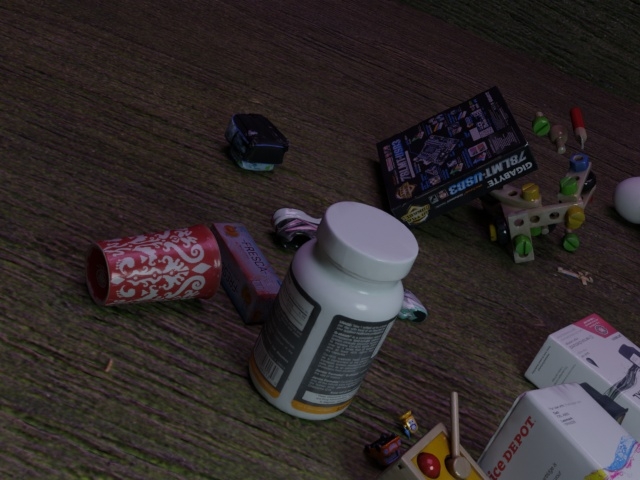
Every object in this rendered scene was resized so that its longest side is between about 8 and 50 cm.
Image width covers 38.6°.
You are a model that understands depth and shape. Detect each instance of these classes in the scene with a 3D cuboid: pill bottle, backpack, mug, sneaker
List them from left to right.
[{"bbox_3d":[-0.253,0.045,1.333,0.169,0.150,0.113,-7,78,-36],"label":"mug"},{"bbox_3d":[-0.133,-0.193,1.791,0.105,0.084,0.114,-3,44,-39],"label":"backpack"},{"bbox_3d":[0.000,0.000,1.611,0.178,0.072,0.077,5,46,-15],"label":"sneaker"},{"bbox_3d":[0.017,0.096,1.238,0.162,0.278,0.162,19,30,-11],"label":"pill bottle"},{"bbox_3d":[0.131,0.102,1.558,0.098,0.038,0.069,22,27,-23],"label":"sneaker"}]

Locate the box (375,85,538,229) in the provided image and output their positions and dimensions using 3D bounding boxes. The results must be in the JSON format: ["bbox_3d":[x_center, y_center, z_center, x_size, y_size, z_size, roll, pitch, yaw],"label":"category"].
[{"bbox_3d":[0.270,-0.175,1.877,0.073,0.293,0.295,56,14,-29],"label":"box"}]

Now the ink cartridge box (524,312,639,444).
[{"bbox_3d":[0.488,0.246,1.515,0.172,0.100,0.237,-14,47,-47],"label":"ink cartridge box"}]

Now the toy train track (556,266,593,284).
[{"bbox_3d":[0.538,0.070,1.922,0.083,0.014,0.048,17,30,-11],"label":"toy train track"}]

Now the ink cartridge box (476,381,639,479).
[{"bbox_3d":[0.334,0.344,1.142,0.117,0.201,0.278,-3,38,-40],"label":"ink cartridge box"}]

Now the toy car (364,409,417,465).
[{"bbox_3d":[0.112,0.272,1.252,0.122,0.060,0.040,-25,87,-45],"label":"toy car"}]

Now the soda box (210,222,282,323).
[{"bbox_3d":[-0.120,0.049,1.433,0.058,0.063,0.183,1,37,-35],"label":"soda box"}]

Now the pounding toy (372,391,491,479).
[{"bbox_3d":[0.154,0.293,1.170,0.130,0.100,0.141,49,36,12],"label":"pounding toy"}]

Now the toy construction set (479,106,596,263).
[{"bbox_3d":[0.464,-0.092,1.869,0.257,0.308,0.237,14,35,-2],"label":"toy construction set"}]

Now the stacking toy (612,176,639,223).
[{"bbox_3d":[0.916,-0.037,2.165,0.351,0.350,0.480,-8,24,-43],"label":"stacking toy"}]
